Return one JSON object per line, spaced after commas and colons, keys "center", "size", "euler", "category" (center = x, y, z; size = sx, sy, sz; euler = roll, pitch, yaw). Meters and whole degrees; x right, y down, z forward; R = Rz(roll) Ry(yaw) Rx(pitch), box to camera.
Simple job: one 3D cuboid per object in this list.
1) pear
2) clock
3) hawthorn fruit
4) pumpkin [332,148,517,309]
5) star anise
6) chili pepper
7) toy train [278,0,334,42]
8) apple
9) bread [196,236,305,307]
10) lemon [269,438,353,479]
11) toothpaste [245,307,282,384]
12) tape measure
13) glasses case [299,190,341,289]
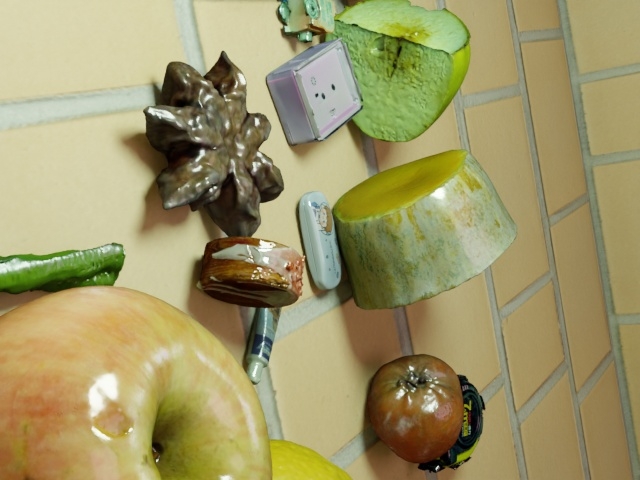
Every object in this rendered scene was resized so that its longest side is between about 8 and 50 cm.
{"center": [0.156, -0.314, 1.756], "size": [0.159, 0.293, 0.292], "euler": [-40, 118, -49], "category": "pear"}
{"center": [-0.006, -0.270, 1.645], "size": [0.193, 0.073, 0.144], "euler": [-45, 121, -51], "category": "clock"}
{"center": [0.191, 0.344, 1.758], "size": [0.199, 0.200, 0.251], "euler": [-62, 148, -41], "category": "hawthorn fruit"}
{"center": [0.170, -0.031, 1.678], "size": [0.199, 0.332, 0.332], "euler": [59, 38, -12], "category": "pumpkin"}
{"center": [-0.158, -0.126, 1.350], "size": [0.315, 0.108, 0.315], "euler": [35, 49, -55], "category": "star anise"}
{"center": [-0.373, 0.047, 1.023], "size": [0.359, 0.085, 0.076], "euler": [-9, 53, -53], "category": "chili pepper"}
{"center": [-0.031, -0.447, 1.643], "size": [0.099, 0.072, 0.188], "euler": [-9, 91, -63], "category": "toy train"}
{"center": [-0.244, 0.238, 0.939], "size": [0.391, 0.347, 0.391], "euler": [31, 51, -47], "category": "apple"}
{"center": [-0.102, 0.048, 1.364], "size": [0.160, 0.161, 0.073], "euler": [33, 55, -51], "category": "bread"}
{"center": [-0.079, 0.427, 1.192], "size": [0.336, 0.336, 0.335], "euler": [15, 72, -56], "category": "lemon"}
{"center": [-0.089, 0.135, 1.480], "size": [0.062, 0.037, 0.216], "euler": [48, 41, -40], "category": "toothpaste"}
{"center": [0.265, 0.382, 1.923], "size": [0.186, 0.112, 0.198], "euler": [1, 89, -50], "category": "tape measure"}
{"center": [0.000, 0.000, 1.632], "size": [0.067, 0.045, 0.178], "euler": [-23, 103, -57], "category": "glasses case"}
